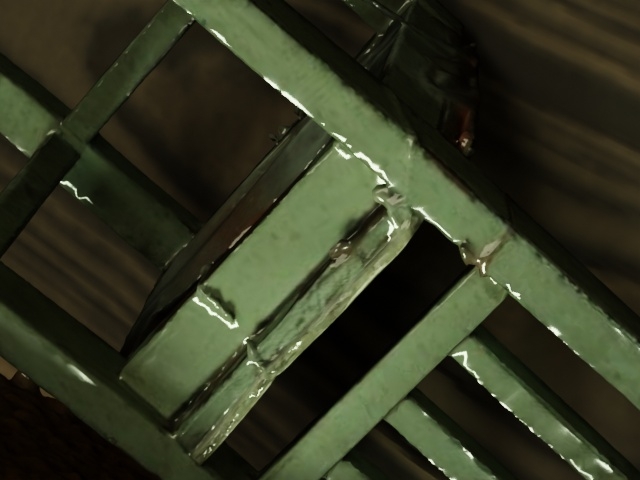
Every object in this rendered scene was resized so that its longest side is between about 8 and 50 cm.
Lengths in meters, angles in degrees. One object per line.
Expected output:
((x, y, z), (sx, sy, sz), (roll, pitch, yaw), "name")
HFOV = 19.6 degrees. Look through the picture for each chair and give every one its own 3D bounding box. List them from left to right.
((0.000, 0.000, 0.563), (0.270, 0.147, 0.136), (40, 111, -8), "chair")

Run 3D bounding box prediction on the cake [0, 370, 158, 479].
((-0.097, 0.137, 0.558), (0.135, 0.134, 0.147), (31, 102, -3), "cake")
